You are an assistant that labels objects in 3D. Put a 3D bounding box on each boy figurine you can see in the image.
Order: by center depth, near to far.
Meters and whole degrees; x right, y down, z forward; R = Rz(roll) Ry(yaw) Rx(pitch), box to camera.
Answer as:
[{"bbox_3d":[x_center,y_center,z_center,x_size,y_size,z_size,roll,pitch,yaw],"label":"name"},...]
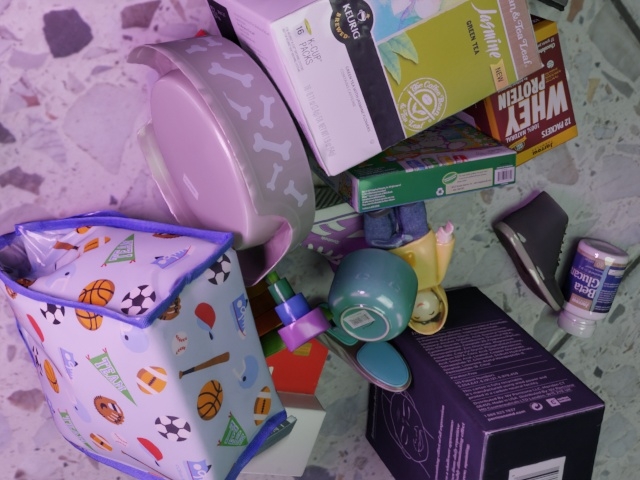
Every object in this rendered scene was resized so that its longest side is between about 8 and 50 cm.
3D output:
[{"bbox_3d":[0.130,0.033,1.497,0.177,0.092,0.285,-18,125,-2],"label":"boy figurine"}]

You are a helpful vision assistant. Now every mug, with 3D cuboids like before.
[{"bbox_3d":[0.075,0.100,1.444,0.129,0.097,0.157,11,134,8],"label":"mug"}]

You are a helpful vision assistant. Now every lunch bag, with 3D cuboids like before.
[{"bbox_3d":[-0.272,0.142,1.334,0.239,0.385,0.328,-45,130,-44],"label":"lunch bag"}]

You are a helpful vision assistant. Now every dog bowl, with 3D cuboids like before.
[{"bbox_3d":[-0.132,-0.113,1.277,0.102,0.349,0.349,-28,121,-23],"label":"dog bowl"}]

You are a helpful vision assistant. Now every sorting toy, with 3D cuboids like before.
[{"bbox_3d":[-0.068,0.095,1.415,0.127,0.365,0.126,-30,89,-11],"label":"sorting toy"}]

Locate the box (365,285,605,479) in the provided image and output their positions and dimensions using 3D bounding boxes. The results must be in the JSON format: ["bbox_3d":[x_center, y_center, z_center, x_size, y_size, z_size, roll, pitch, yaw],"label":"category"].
[{"bbox_3d":[0.251,0.302,1.579,0.212,0.395,0.293,-9,118,-20],"label":"box"}]

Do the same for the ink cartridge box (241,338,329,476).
[{"bbox_3d":[-0.131,0.262,1.596,0.296,0.066,0.261,10,109,-26],"label":"ink cartridge box"}]

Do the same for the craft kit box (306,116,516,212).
[{"bbox_3d":[0.121,-0.126,1.421,0.250,0.246,0.061,-11,113,-19],"label":"craft kit box"}]

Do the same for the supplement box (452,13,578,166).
[{"bbox_3d":[0.270,-0.241,1.461,0.129,0.194,0.191,-27,120,-10],"label":"supplement box"}]

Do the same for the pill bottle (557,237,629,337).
[{"bbox_3d":[0.497,0.089,1.765,0.094,0.094,0.169,6,110,-25],"label":"pill bottle"}]

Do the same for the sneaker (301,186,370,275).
[{"bbox_3d":[0.001,0.000,1.515,0.282,0.102,0.161,-7,118,-20],"label":"sneaker"}]

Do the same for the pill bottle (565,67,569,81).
[{"bbox_3d":[0.369,-0.259,1.583,0.083,0.043,0.043,-28,121,-9],"label":"pill bottle"}]

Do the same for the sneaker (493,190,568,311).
[{"bbox_3d":[0.409,0.023,1.705,0.118,0.083,0.222,-38,121,-4],"label":"sneaker"}]

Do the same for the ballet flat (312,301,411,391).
[{"bbox_3d":[0.065,0.181,1.571,0.072,0.213,0.068,-39,153,-25],"label":"ballet flat"}]

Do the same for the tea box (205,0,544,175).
[{"bbox_3d":[0.057,-0.290,1.270,0.323,0.329,0.220,-28,120,-8],"label":"tea box"}]

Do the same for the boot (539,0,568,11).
[{"bbox_3d":[0.426,-0.454,1.493,0.338,0.118,0.222,24,105,-19],"label":"boot"}]

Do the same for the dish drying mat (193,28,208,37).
[{"bbox_3d":[-0.187,-0.261,1.369,0.032,0.008,0.083,39,93,-32],"label":"dish drying mat"}]
